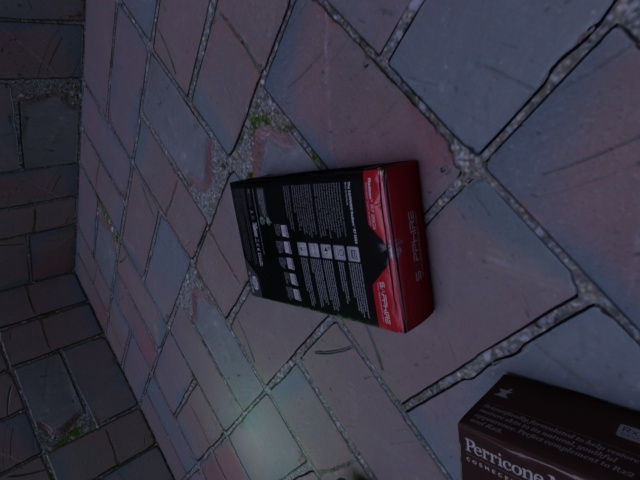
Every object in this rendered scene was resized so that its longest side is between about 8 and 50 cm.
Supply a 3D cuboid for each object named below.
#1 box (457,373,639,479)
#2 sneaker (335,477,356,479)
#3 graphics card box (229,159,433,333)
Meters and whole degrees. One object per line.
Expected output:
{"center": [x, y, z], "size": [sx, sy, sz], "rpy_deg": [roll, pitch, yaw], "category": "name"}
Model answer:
{"center": [0.289, 0.380, 0.525], "size": [0.191, 0.143, 0.381], "rpy_deg": [6, 108, 46], "category": "box"}
{"center": [0.102, 0.553, 0.816], "size": [0.319, 0.127, 0.208], "rpy_deg": [-32, 82, 49], "category": "sneaker"}
{"center": [0.000, 0.000, 0.732], "size": [0.371, 0.094, 0.232], "rpy_deg": [3, 107, 47], "category": "graphics card box"}
